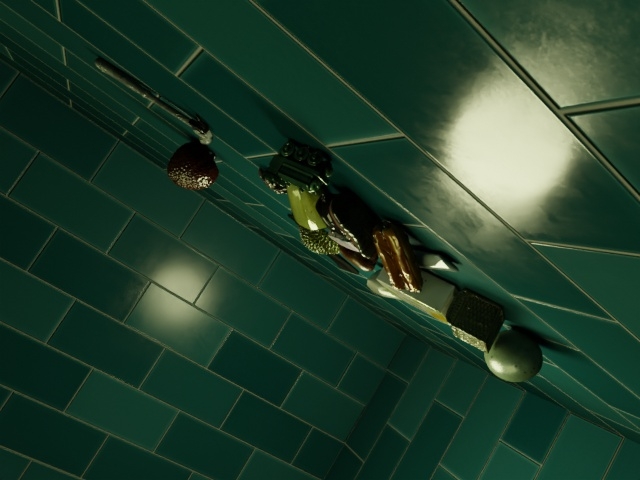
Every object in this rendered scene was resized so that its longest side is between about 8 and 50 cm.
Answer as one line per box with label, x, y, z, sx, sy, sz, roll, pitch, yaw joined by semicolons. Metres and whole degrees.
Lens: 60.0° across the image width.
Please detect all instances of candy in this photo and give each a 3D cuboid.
candy;0.107;-0.012;1.827;0.160;0.073;0.092;23;172;47

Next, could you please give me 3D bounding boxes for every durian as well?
durian;-0.003;0.008;2.308;0.220;0.096;0.137;27;173;-6

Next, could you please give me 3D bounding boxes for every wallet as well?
wallet;0.075;0.089;2.722;0.146;0.030;0.285;21;168;43

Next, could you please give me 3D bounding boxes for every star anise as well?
star anise;-0.153;-0.190;1.855;0.141;0.042;0.141;33;173;5

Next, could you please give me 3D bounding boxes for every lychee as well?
lychee;-0.476;-0.279;2.089;0.194;0.195;0.194;31;172;5

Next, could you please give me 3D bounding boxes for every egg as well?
egg;0.639;0.383;1.842;0.169;0.169;0.236;33;174;-7

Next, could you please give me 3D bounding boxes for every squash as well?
squash;-0.046;-0.119;1.566;0.137;0.137;0.287;29;170;21

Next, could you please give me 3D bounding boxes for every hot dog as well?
hot dog;0.218;0.051;1.567;0.115;0.072;0.269;3;137;30

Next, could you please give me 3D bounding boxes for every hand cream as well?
hand cream;0.298;0.055;1.612;0.079;0.048;0.255;31;170;-25

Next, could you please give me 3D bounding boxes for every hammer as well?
hammer;-0.525;-0.442;1.743;0.426;0.044;0.152;32;171;2

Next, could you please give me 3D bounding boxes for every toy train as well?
toy train;-0.049;-0.170;1.335;0.170;0.111;0.071;27;175;35

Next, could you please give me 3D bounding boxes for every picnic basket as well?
picnic basket;0.490;0.255;1.777;0.154;0.134;0.196;24;170;26

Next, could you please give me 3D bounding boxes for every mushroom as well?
mushroom;0.319;0.200;2.223;0.270;0.103;0.118;25;170;11

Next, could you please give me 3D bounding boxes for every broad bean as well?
broad bean;0.138;0.049;2.044;0.114;0.085;0.165;33;180;-42

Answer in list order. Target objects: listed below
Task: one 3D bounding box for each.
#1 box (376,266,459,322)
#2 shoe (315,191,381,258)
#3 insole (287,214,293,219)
box;0.347;0.172;1.900;0.260;0.111;0.194;25;171;32
shoe;0.081;-0.044;1.573;0.137;0.114;0.291;17;162;43
insole;-0.025;-0.027;2.473;0.322;0.007;0.109;37;169;-30
